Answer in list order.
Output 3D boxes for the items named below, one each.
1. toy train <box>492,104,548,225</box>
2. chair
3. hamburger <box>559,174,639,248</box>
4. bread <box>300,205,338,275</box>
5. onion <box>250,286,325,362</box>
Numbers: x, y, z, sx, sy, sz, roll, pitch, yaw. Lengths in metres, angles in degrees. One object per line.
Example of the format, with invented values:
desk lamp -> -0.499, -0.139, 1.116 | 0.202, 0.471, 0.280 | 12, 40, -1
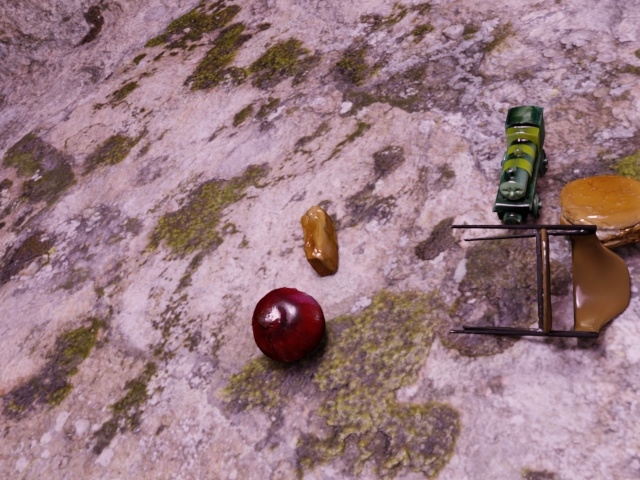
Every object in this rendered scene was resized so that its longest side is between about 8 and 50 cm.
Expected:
toy train -> 0.346, -0.125, 1.100 | 0.083, 0.132, 0.200 | 1, 52, 25
chair -> 0.326, 0.061, 0.931 | 0.247, 0.172, 0.158 | -1, 83, 22
hamburger -> 0.457, -0.048, 1.006 | 0.138, 0.083, 0.147 | -6, 31, 6
bread -> 0.000, 0.000, 1.190 | 0.053, 0.074, 0.132 | -23, 45, 20
onion -> -0.057, 0.142, 1.069 | 0.131, 0.131, 0.131 | -12, 50, 14
